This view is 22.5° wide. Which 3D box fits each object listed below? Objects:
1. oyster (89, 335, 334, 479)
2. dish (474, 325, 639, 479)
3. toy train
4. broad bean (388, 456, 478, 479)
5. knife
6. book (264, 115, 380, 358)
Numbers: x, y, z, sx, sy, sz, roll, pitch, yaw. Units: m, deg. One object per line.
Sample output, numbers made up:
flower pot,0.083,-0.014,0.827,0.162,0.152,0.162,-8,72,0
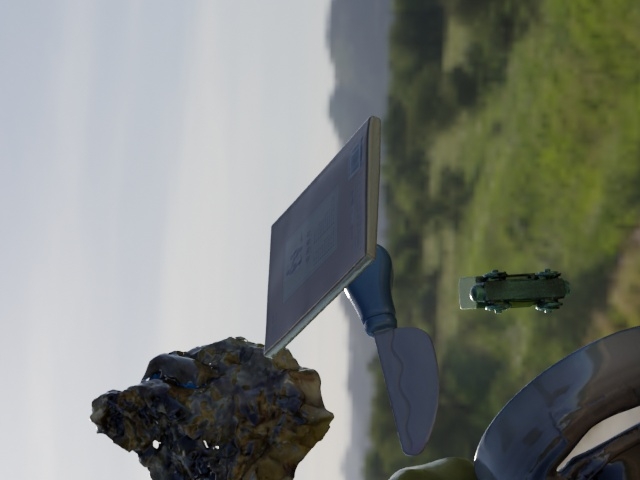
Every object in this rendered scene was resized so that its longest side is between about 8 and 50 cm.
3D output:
oyster,-0.110,0.190,1.713,0.223,0.214,0.083,-46,-20,1
dish,0.306,0.220,1.625,0.273,0.273,0.134,88,156,-50
toy train,0.215,0.058,1.797,0.081,0.122,0.050,168,100,-67
broad bean,0.107,0.348,1.810,0.263,0.121,0.189,-34,-66,-59
knife,0.067,0.089,1.406,0.244,0.058,0.032,-111,7,-45
book,0.000,0.000,1.172,0.172,0.012,0.118,134,146,-51
